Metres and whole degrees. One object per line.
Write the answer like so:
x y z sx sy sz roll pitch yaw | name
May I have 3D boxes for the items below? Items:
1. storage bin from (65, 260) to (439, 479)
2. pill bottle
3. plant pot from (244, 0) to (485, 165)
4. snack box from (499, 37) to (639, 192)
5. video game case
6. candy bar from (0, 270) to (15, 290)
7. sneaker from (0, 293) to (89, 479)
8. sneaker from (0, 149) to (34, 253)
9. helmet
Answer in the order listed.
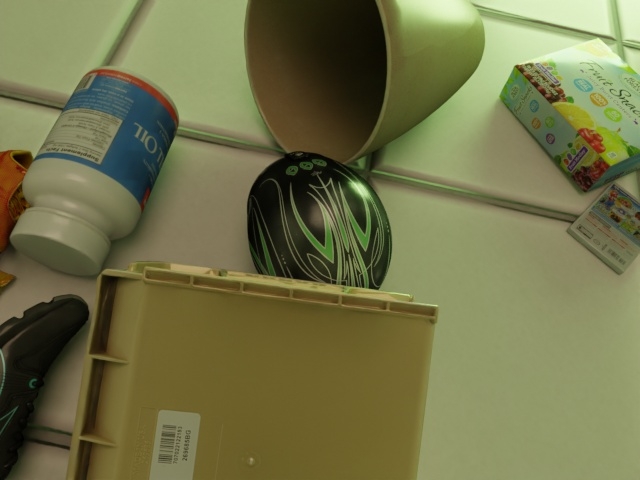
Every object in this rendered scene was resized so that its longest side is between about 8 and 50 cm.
-0.053 0.162 0.421 0.260 0.123 0.262 8 87 -3 | storage bin
-0.252 -0.077 0.579 0.124 0.124 0.221 13 62 -1 | pill bottle
0.084 -0.248 0.670 0.274 0.256 0.256 -23 66 -37 | plant pot
0.402 -0.191 0.755 0.174 0.070 0.207 -21 65 -17 | snack box
0.406 -0.020 0.698 0.122 0.011 0.087 -38 72 -23 | video game case
-0.390 0.093 0.529 0.040 0.018 0.161 25 62 10 | candy bar
-0.312 0.164 0.473 0.106 0.101 0.267 45 63 -8 | sneaker
-0.349 -0.053 0.565 0.067 0.064 0.175 -15 46 -11 | sneaker
0.000 0.000 0.559 0.169 0.169 0.161 -17 48 -16 | helmet
